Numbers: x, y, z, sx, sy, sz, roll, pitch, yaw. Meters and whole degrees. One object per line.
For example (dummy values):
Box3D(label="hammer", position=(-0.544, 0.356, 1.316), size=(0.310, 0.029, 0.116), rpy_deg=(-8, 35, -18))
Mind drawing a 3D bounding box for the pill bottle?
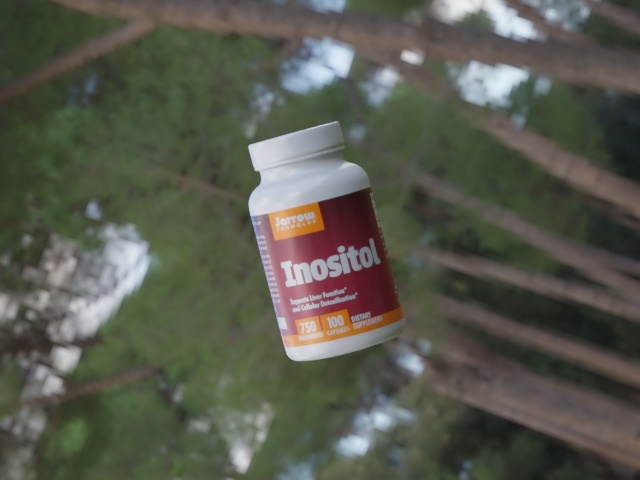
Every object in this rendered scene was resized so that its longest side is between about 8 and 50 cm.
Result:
Box3D(label="pill bottle", position=(0.000, 0.000, 1.359), size=(0.086, 0.086, 0.152), rpy_deg=(-25, -80, -72))
